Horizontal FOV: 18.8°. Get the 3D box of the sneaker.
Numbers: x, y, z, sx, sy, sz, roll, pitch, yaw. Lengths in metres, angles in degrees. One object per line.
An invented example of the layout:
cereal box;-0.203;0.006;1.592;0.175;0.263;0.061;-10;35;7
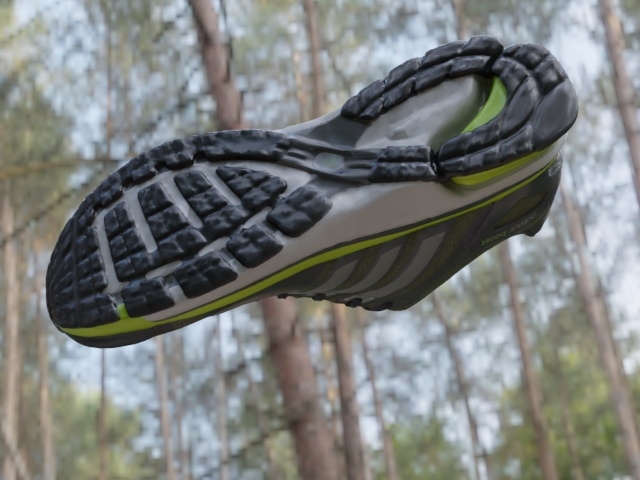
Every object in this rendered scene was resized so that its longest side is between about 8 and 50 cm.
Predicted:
sneaker;0.000;0.000;1.038;0.300;0.111;0.121;-18;-40;0
